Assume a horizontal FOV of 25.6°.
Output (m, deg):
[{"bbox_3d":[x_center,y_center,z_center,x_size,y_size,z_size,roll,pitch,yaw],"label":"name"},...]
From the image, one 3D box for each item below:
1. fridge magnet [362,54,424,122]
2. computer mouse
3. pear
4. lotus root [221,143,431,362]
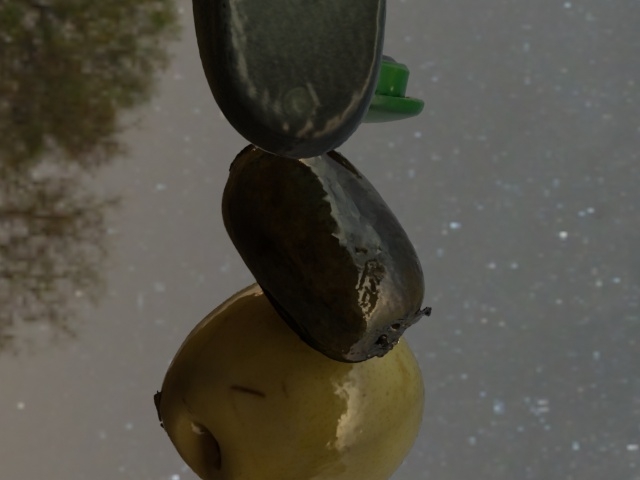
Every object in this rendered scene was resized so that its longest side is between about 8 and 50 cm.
[{"bbox_3d":[0.022,-0.185,1.661,0.208,0.208,0.088,27,-73,61],"label":"fridge magnet"},{"bbox_3d":[-0.017,-0.159,0.767,0.068,0.113,0.229,-157,-112,-76],"label":"computer mouse"},{"bbox_3d":[-0.032,0.187,1.701,0.309,0.309,0.309,-3,-93,63],"label":"pear"},{"bbox_3d":[0.000,0.000,1.538,0.275,0.160,0.152,51,-33,23],"label":"lotus root"}]
